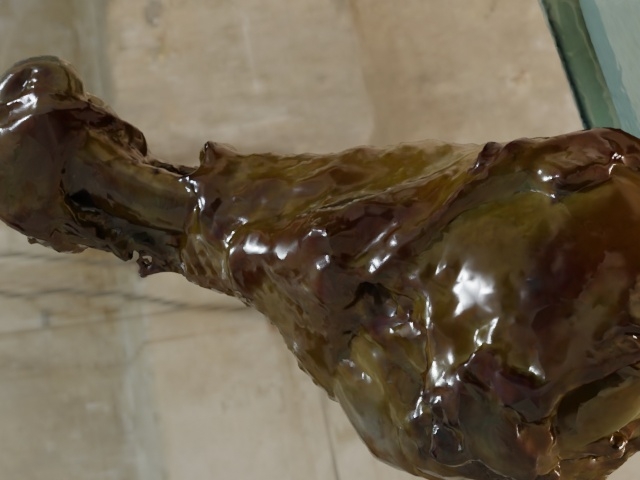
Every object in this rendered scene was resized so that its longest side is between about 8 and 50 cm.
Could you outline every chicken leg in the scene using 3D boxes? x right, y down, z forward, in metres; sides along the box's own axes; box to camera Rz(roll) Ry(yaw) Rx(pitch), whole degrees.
[{"bbox_3d":[0.001,0.002,0.439,0.252,0.107,0.087,19,-7,23],"label":"chicken leg"}]

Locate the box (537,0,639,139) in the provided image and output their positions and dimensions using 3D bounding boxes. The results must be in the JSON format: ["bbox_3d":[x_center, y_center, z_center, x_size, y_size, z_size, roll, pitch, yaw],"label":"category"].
[{"bbox_3d":[0.208,-0.081,0.555,0.183,0.175,0.312,-23,12,0],"label":"box"}]
